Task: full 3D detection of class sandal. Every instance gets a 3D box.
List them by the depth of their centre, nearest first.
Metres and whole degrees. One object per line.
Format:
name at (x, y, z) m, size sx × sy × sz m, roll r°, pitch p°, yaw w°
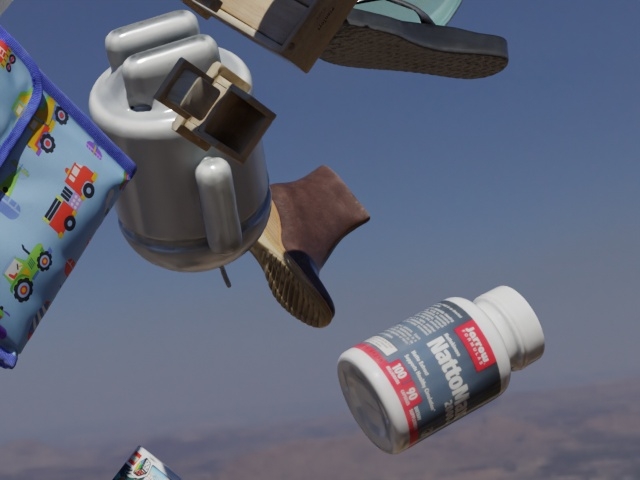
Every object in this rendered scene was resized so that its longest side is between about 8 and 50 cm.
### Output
sandal at (0.085, -0.218, 1.399) m, size 0.255 × 0.054 × 0.097 m, roll 6°, pitch -17°, yaw -34°

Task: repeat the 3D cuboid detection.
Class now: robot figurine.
robot figurine at (-0.169, -0.104, 1.642) m, size 0.200 × 0.353 × 0.300 m, roll -17°, pitch 40°, yaw -12°

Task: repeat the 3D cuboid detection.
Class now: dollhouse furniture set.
dollhouse furniture set at (-0.141, -0.284, 1.177) m, size 0.174 × 0.303 × 0.355 m, roll 35°, pitch 3°, yaw 40°

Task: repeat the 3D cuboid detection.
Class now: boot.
boot at (0.000, 0.000, 1.971) m, size 0.207 × 0.248 × 0.090 m, roll -25°, pitch -26°, yaw -32°

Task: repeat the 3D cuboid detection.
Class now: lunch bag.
lunch bag at (-0.318, -0.069, 1.088) m, size 0.138 × 0.221 × 0.293 m, roll 13°, pitch -27°, yaw 32°

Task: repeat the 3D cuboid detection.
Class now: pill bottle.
pill bottle at (0.117, 0.116, 1.247) m, size 0.180 × 0.108 × 0.108 m, roll -27°, pitch 1°, yaw -20°

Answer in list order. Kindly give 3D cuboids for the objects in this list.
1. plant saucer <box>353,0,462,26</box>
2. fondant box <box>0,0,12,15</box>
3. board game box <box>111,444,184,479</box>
plant saucer at (0.050, -0.368, 1.541) m, size 0.318 × 0.317 × 0.044 m, roll -10°, pitch 11°, yaw 36°
fondant box at (-0.511, -0.352, 1.512) m, size 0.330 × 0.238 × 0.096 m, roll 24°, pitch -33°, yaw 5°
board game box at (-0.229, 0.431, 1.845) m, size 0.305 × 0.193 × 0.053 m, roll 24°, pitch -17°, yaw 51°
